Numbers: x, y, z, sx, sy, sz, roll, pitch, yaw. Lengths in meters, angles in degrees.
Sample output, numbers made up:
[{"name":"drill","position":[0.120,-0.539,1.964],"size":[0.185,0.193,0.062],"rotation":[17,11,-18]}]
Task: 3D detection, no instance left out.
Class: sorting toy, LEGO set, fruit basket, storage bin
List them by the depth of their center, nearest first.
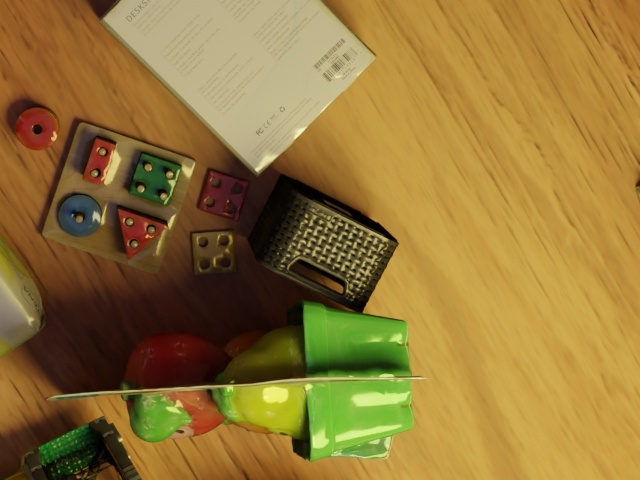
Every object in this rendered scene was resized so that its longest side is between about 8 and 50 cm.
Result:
[{"name":"fruit basket","position":[-0.087,0.158,1.619],"size":[0.353,0.327,0.165],"rotation":[-9,86,-7]},{"name":"LEGO set","position":[-0.273,0.348,1.647],"size":[0.331,0.192,0.255],"rotation":[-17,114,-16]},{"name":"storage bin","position":[0.000,0.000,1.677],"size":[0.122,0.180,0.084],"rotation":[27,94,-10]},{"name":"sorting toy","position":[-0.206,-0.040,1.716],"size":[0.275,0.046,0.132],"rotation":[19,96,-9]}]

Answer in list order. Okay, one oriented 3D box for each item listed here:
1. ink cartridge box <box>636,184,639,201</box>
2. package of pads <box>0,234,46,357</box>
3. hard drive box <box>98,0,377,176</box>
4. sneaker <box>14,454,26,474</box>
[{"name":"ink cartridge box","position":[0.477,-0.023,1.772],"size":[0.212,0.093,0.154],"rotation":[-23,100,-4]},{"name":"package of pads","position":[-0.451,0.024,1.671],"size":[0.229,0.101,0.296],"rotation":[-33,102,1]},{"name":"hard drive box","position":[-0.088,-0.213,1.681],"size":[0.181,0.089,0.232],"rotation":[-44,101,1]},{"name":"sneaker","position":[-0.380,0.299,1.740],"size":[0.192,0.064,0.086],"rotation":[-25,104,-9]}]
